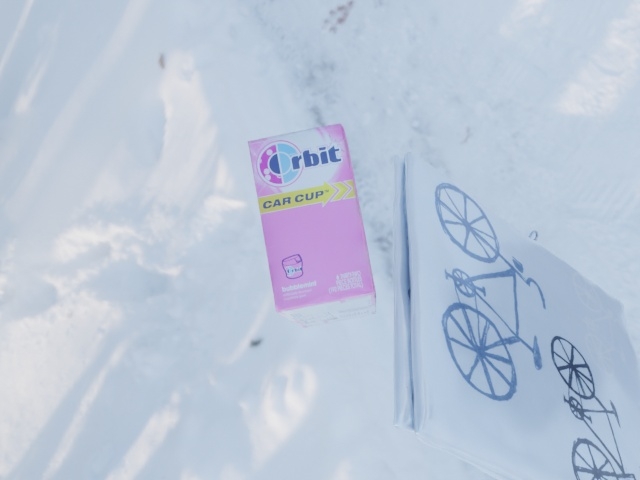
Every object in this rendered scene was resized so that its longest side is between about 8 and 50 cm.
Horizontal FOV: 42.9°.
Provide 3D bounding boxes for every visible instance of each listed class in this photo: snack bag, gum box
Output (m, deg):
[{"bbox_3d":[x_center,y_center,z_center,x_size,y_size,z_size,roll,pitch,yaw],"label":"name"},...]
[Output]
[{"bbox_3d":[0.197,0.102,0.744,0.037,0.342,0.323,-42,30,34],"label":"snack bag"},{"bbox_3d":[0.000,0.000,0.577,0.062,0.188,0.107,-11,80,2],"label":"gum box"}]
